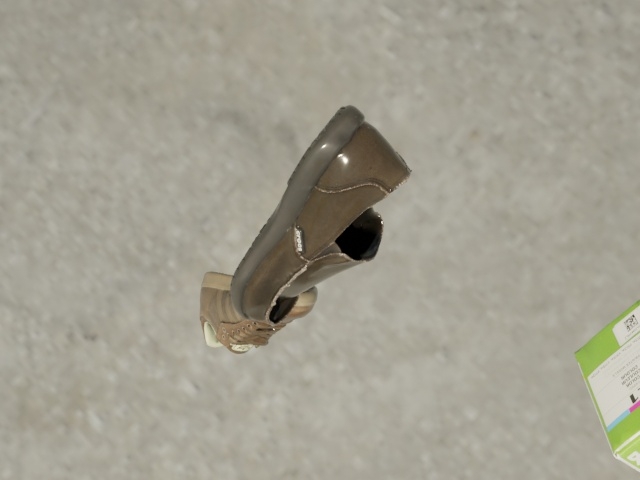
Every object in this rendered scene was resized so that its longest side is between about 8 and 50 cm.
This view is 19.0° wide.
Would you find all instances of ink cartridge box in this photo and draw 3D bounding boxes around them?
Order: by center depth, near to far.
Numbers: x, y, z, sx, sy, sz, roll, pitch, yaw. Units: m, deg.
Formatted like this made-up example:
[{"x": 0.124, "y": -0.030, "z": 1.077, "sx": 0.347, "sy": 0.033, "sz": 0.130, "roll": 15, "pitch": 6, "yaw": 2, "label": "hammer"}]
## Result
[{"x": 0.336, "y": 0.190, "z": 1.602, "sx": 0.189, "sy": 0.255, "sz": 0.097, "roll": 32, "pitch": 118, "yaw": -33, "label": "ink cartridge box"}]

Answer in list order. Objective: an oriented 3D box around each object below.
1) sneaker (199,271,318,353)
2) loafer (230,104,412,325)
[{"x": -0.055, "y": 0.068, "z": 1.695, "sx": 0.066, "sy": 0.188, "sz": 0.071, "roll": 6, "pitch": 90, "yaw": -23, "label": "sneaker"}, {"x": 0.000, "y": 0.000, "z": 1.363, "sx": 0.080, "sy": 0.078, "sz": 0.220, "roll": -52, "pitch": 175, "yaw": -39, "label": "loafer"}]
